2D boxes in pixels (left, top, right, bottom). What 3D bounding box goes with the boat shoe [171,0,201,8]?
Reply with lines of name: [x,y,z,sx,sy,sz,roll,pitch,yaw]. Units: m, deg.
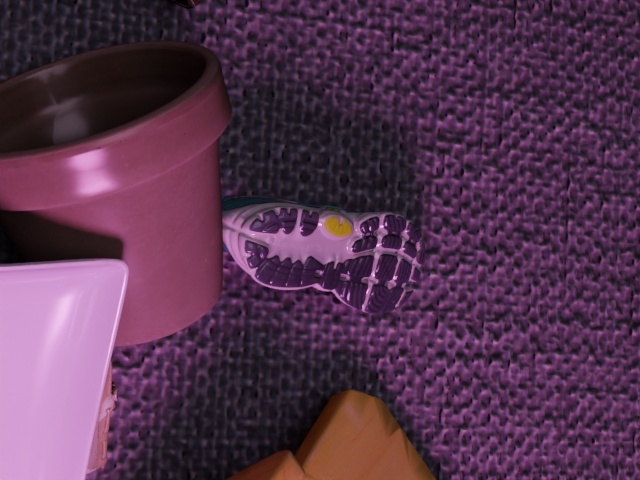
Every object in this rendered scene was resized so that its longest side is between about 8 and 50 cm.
boat shoe: [-0.206,-0.284,1.706,0.207,0.073,0.073,34,74,-13]

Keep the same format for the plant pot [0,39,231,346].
plant pot: [-0.193,-0.033,1.617,0.263,0.263,0.229,-27,117,-26]

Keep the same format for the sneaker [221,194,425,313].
sneaker: [0.000,0.000,1.771,0.275,0.110,0.107,17,96,-42]

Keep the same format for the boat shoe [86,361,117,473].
boat shoe: [-0.214,0.160,1.647,0.048,0.056,0.153,-10,127,-34]

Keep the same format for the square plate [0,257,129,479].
square plate: [-0.361,0.156,1.525,0.344,0.049,0.347,0,121,-26]

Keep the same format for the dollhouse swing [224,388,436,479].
dollhouse swing: [-0.027,0.375,1.756,0.315,0.305,0.347,-30,104,17]
